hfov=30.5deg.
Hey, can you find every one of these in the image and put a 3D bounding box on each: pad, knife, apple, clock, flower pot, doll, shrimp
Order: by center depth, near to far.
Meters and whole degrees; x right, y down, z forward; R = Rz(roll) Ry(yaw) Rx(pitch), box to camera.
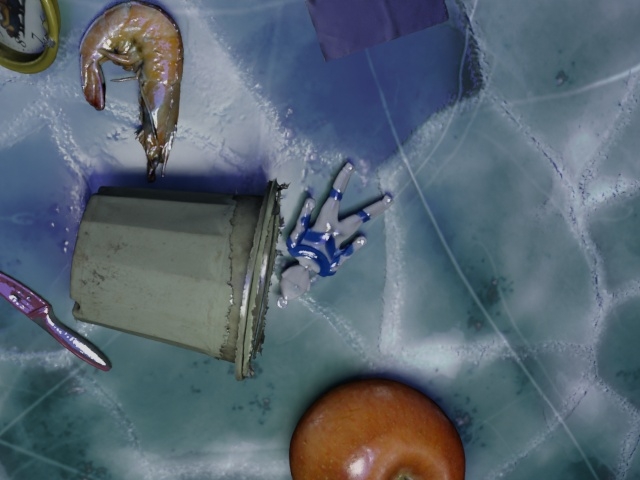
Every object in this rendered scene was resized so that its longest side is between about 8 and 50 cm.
[{"bbox_3d":[-0.412,-0.325,1.506,0.237,0.237,0.057,52,54,-15],"label":"clock"},{"bbox_3d":[-0.189,0.032,1.587,0.259,0.290,0.290,10,101,3],"label":"flower pot"},{"bbox_3d":[-0.258,-0.204,1.622,0.143,0.052,0.251,-1,95,2],"label":"shrimp"},{"bbox_3d":[0.079,-0.338,1.664,0.193,0.004,0.116,-19,105,-5],"label":"pad"},{"bbox_3d":[-0.396,0.108,1.681,0.247,0.018,0.035,41,96,-13],"label":"knife"},{"bbox_3d":[0.000,0.000,1.700,0.114,0.057,0.227,39,85,-21],"label":"doll"},{"bbox_3d":[0.089,0.333,1.709,0.251,0.206,0.272,-23,103,-6],"label":"apple"}]
